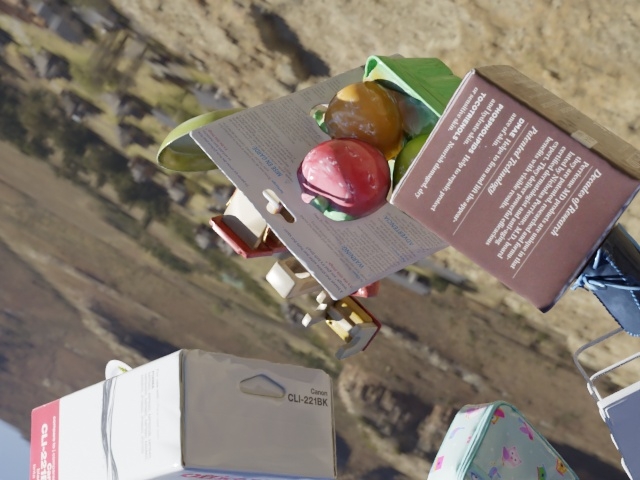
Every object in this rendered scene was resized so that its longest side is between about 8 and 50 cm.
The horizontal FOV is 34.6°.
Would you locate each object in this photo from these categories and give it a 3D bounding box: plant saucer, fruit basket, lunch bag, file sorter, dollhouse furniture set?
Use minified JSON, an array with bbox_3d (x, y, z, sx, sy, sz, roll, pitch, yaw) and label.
[{"bbox_3d":[-0.182,-0.186,1.861,0.241,0.037,0.241,-15,167,-4],"label":"plant saucer"},{"bbox_3d":[0.065,-0.090,1.312,0.327,0.353,0.165,47,152,30],"label":"fruit basket"},{"bbox_3d":[0.311,0.422,1.696,0.279,0.224,0.108,48,139,-17],"label":"lunch bag"},{"bbox_3d":[0.576,0.292,1.744,0.277,0.193,0.173,60,-174,-26],"label":"file sorter"},{"bbox_3d":[0.000,0.000,1.805,0.374,0.201,0.152,44,-151,22],"label":"dollhouse furniture set"}]

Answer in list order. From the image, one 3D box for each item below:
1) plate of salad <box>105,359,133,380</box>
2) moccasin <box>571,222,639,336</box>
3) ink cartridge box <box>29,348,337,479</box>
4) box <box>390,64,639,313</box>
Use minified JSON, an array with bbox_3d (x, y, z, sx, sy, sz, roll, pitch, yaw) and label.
[{"bbox_3d":[-0.306,0.291,1.710,0.200,0.048,0.199,34,139,35],"label":"plate of salad"},{"bbox_3d":[0.403,0.014,1.607,0.342,0.117,0.138,56,153,7],"label":"moccasin"},{"bbox_3d":[-0.144,0.207,1.059,0.197,0.114,0.273,16,150,-41],"label":"ink cartridge box"},{"bbox_3d":[0.217,-0.062,1.085,0.203,0.167,0.168,36,-158,13],"label":"box"}]
